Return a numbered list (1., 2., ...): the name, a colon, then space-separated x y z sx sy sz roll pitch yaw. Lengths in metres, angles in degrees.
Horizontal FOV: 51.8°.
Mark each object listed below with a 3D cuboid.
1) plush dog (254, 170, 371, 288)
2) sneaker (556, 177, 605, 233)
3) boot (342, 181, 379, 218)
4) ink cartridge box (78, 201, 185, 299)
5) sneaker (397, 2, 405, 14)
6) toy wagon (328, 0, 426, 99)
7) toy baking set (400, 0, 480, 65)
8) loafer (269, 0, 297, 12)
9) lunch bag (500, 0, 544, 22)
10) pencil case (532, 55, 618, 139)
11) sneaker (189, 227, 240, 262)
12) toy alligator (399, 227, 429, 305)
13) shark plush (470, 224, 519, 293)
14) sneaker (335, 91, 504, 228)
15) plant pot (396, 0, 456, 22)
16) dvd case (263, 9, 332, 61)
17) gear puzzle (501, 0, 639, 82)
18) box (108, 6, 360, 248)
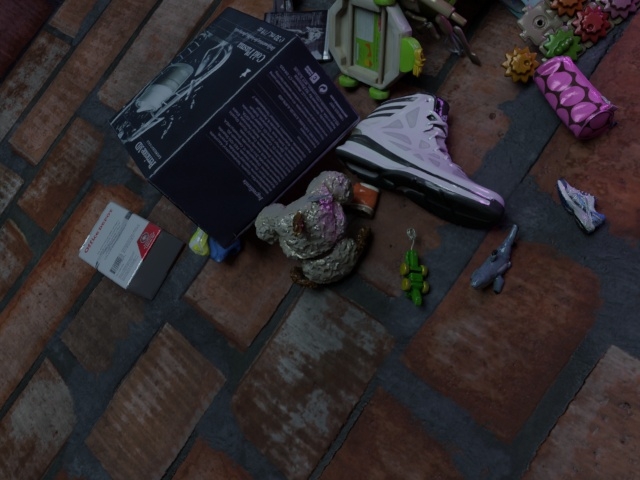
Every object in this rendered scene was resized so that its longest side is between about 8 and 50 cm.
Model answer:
1. plush dog: 0.000 0.000 1.548 0.262 0.225 0.210 -31 26 9
2. sneaker: 0.537 -0.077 1.361 0.058 0.052 0.135 -28 62 6
3. boot: 0.074 -0.111 1.661 0.158 0.059 0.084 15 72 27
4. ink cartridge box: -0.561 0.026 1.948 0.273 0.114 0.197 25 83 37
5. sneaker: 0.153 -0.696 1.839 0.114 0.152 0.305 -21 59 21
6. toy wagon: 0.148 -0.502 1.696 0.068 0.267 0.344 -27 44 -33
7. toy baking set: 0.297 -0.531 1.617 0.256 0.197 0.030 37 89 13
8. loafer: -0.099 -0.744 2.066 0.095 0.109 0.302 1 73 13
9. lunch bag: 0.522 -0.672 1.595 0.223 0.160 0.262 -39 62 7
10. pencil case: 0.553 -0.317 1.439 0.098 0.095 0.209 -59 43 41
11. sneaker: -0.269 -0.025 1.821 0.091 0.126 0.240 -35 21 41
12. toy alligator: 0.205 0.066 1.493 0.051 0.056 0.189 128 145 -56
13. shark plush: 0.375 0.043 1.384 0.161 0.067 0.073 -47 51 4
14. sneaker: 0.265 -0.215 1.519 0.447 0.169 0.257 30 80 34
15. plant pot: 0.182 -0.777 1.632 0.366 0.353 0.366 -166 90 -77
16. dvd case: -0.068 -0.606 1.960 0.221 0.018 0.164 2 76 14
17. gear puzzle: 0.551 -0.496 1.506 0.339 0.044 0.175 -40 85 9
18. box: -0.241 -0.311 1.713 0.472 0.297 0.480 -46 37 -1
